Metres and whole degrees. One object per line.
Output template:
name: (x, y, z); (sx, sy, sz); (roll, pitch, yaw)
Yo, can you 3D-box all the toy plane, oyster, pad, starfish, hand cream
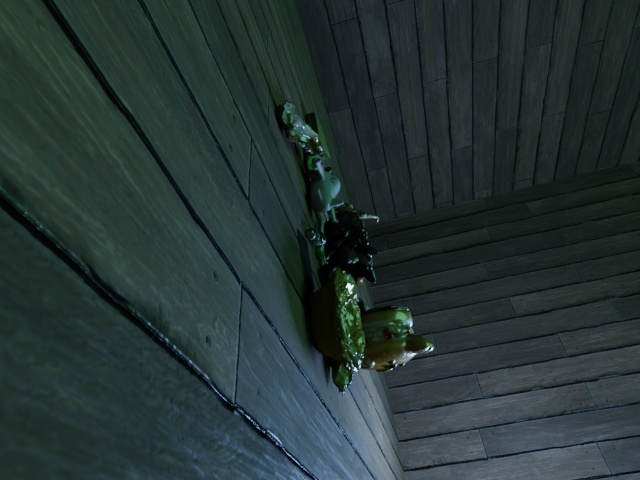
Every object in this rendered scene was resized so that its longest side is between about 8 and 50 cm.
toy plane: (0.016, -0.172, 1.551); (0.252, 0.118, 0.253); (-14, 90, -83)
oyster: (-0.060, -0.333, 1.417); (0.345, 0.078, 0.129); (23, 47, -69)
pad: (-0.040, 0.056, 1.218); (0.112, 0.003, 0.157); (56, 22, -66)
starfish: (0.112, -0.164, 2.058); (0.327, 0.094, 0.375); (31, 3, -39)
hand cream: (-0.036, -0.310, 1.668); (0.095, 0.045, 0.175); (75, 15, -46)

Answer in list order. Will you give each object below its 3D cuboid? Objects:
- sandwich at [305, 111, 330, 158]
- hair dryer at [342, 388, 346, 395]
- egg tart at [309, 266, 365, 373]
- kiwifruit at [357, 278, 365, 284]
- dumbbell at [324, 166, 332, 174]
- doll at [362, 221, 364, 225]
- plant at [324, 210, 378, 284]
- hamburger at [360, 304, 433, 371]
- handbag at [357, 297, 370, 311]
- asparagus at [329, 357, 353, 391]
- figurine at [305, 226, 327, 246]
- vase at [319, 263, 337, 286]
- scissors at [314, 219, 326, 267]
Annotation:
sandwich: (-0.023, -0.466, 1.952); (0.245, 0.063, 0.212); (-35, 108, -82)
hair dryer: (0.069, 0.412, 1.316); (0.124, 0.037, 0.063); (-75, 150, -57)
egg tart: (0.046, 0.213, 1.152); (0.288, 0.118, 0.289); (-12, 90, -82)
kiwifruit: (0.209, 0.188, 2.437); (0.075, 0.075, 0.125); (61, 14, -62)
dumbbell: (0.046, -0.311, 2.199); (0.052, 0.046, 0.118); (-101, 174, -51)
doll: (0.150, -0.014, 2.210); (0.271, 0.143, 0.208); (-10, 107, -78)
plant: (0.109, 0.032, 1.599); (0.321, 0.193, 0.182); (-97, 167, -49)
hamburger: (0.225, 0.350, 1.512); (0.261, 0.302, 0.187); (51, 23, -60)
handbag: (0.198, 0.394, 1.862); (0.213, 0.127, 0.235); (71, 12, -45)
asparagus: (0.067, 0.314, 1.299); (0.343, 0.081, 0.085); (-73, -175, -72)
figurine: (-0.017, -0.013, 1.345); (0.060, 0.047, 0.106); (42, 4, 21)
vase: (0.048, 0.177, 1.426); (0.060, 0.059, 0.212); (-85, 162, -64)
scissors: (0.000, 0.000, 1.481); (0.205, 0.027, 0.101); (-91, 169, -46)
